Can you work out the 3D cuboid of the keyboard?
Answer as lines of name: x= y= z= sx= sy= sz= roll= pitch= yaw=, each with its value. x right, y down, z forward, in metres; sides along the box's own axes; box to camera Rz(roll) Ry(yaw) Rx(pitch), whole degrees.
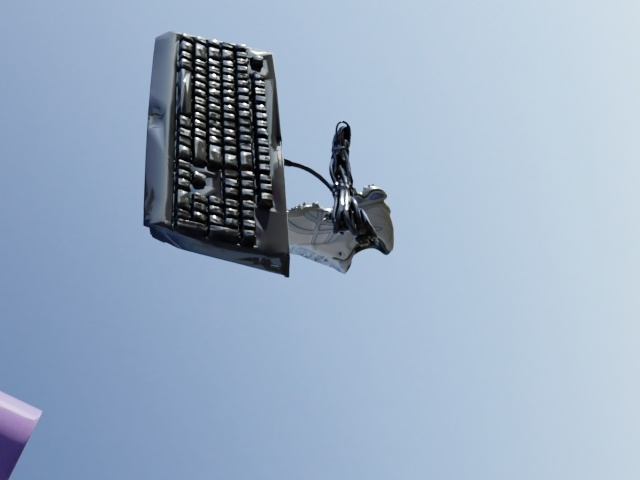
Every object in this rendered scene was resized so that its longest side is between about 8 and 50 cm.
keyboard: x=-0.049 y=-0.080 z=1.153 sx=0.317 sy=0.201 sz=0.033 roll=-96 pitch=26 yaw=-51

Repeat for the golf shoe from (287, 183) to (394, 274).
golf shoe: x=0.000 y=0.000 z=1.492 sx=0.069 sy=0.176 sz=0.086 roll=112 pitch=140 yaw=-76

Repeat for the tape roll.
tape roll: x=-0.362 y=0.243 z=1.380 sx=0.189 sy=0.080 sz=0.189 roll=-62 pitch=7 yaw=13
